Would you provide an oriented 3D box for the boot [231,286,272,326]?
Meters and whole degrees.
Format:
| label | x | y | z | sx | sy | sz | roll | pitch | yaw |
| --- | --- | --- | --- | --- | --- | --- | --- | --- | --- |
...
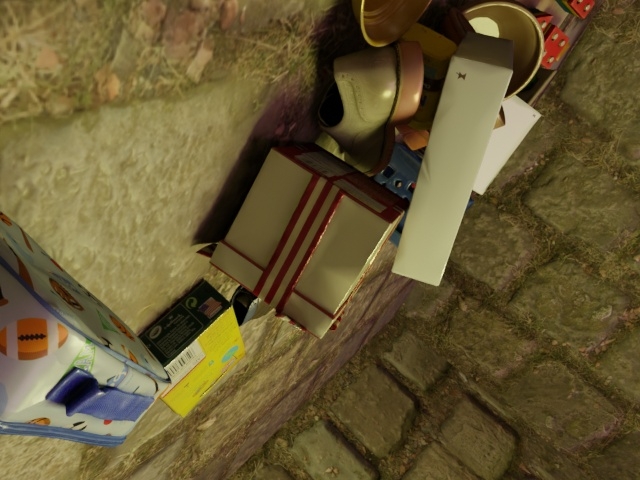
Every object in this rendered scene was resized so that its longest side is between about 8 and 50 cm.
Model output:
| label | x | y | z | sx | sy | sz | roll | pitch | yaw |
| --- | --- | --- | --- | --- | --- | --- | --- | --- | --- |
| boot | -0.126 | 0.109 | 1.123 | 0.106 | 0.082 | 0.219 | -35 | 158 | -49 |

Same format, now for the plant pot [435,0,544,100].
| label | x | y | z | sx | sy | sz | roll | pitch | yaw |
| --- | --- | --- | --- | --- | --- | --- | --- | --- | --- |
| plant pot | 0.347 | -0.417 | 1.115 | 0.237 | 0.238 | 0.109 | 110 | -13 | -45 |

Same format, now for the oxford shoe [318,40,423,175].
| label | x | y | z | sx | sy | sz | roll | pitch | yaw |
| --- | --- | --- | --- | --- | --- | --- | --- | --- | --- |
| oxford shoe | 0.065 | -0.223 | 0.919 | 0.397 | 0.147 | 0.140 | 105 | -17 | -73 |

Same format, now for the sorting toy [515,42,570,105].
| label | x | y | z | sx | sy | sz | roll | pitch | yaw |
| --- | --- | --- | --- | --- | --- | --- | --- | --- | --- |
| sorting toy | 0.592 | -0.489 | 1.562 | 0.041 | 0.229 | 0.307 | 37 | 92 | -35 |

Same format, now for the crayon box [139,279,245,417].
| label | x | y | z | sx | sy | sz | roll | pitch | yaw |
| --- | --- | --- | --- | --- | --- | --- | --- | --- | --- |
| crayon box | -0.259 | 0.233 | 1.039 | 0.202 | 0.081 | 0.318 | -43 | 160 | -23 |

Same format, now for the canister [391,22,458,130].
| label | x | y | z | sx | sy | sz | roll | pitch | yaw |
| --- | --- | --- | --- | --- | --- | --- | --- | --- | --- |
| canister | 0.183 | -0.312 | 0.982 | 0.073 | 0.126 | 0.169 | -43 | 159 | -26 |

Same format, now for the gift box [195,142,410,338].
| label | x | y | z | sx | sy | sz | roll | pitch | yaw |
| --- | --- | --- | --- | --- | --- | --- | --- | --- | --- |
| gift box | -0.029 | -0.003 | 0.873 | 0.258 | 0.255 | 0.276 | -60 | 166 | 20 |

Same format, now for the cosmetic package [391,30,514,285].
| label | x | y | z | sx | sy | sz | roll | pitch | yaw |
| --- | --- | --- | --- | --- | --- | --- | --- | --- | --- |
| cosmetic package | 0.236 | -0.152 | 0.915 | 0.284 | 0.098 | 0.377 | -53 | 157 | -55 |

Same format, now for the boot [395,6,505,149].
| label | x | y | z | sx | sy | sz | roll | pitch | yaw |
| --- | --- | --- | --- | --- | --- | --- | --- | --- | --- |
| boot | 0.243 | -0.323 | 1.087 | 0.283 | 0.220 | 0.109 | 52 | 39 | -38 |

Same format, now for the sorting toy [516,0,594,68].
| label | x | y | z | sx | sy | sz | roll | pitch | yaw |
| --- | --- | --- | --- | --- | --- | --- | --- | --- | --- |
| sorting toy | 0.567 | -0.579 | 1.303 | 0.256 | 0.089 | 0.257 | 9 | 121 | -44 |

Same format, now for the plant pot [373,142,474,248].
| label | x | y | z | sx | sy | sz | roll | pitch | yaw |
| --- | --- | --- | --- | --- | --- | --- | --- | --- | --- |
| plant pot | 0.246 | -0.102 | 1.390 | 0.212 | 0.236 | 0.236 | -50 | 164 | 17 |

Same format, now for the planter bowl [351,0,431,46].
| label | x | y | z | sx | sy | sz | roll | pitch | yaw |
| --- | --- | --- | --- | --- | --- | --- | --- | --- | --- |
| planter bowl | 0.090 | -0.378 | 0.675 | 0.217 | 0.090 | 0.217 | -45 | 162 | -19 |

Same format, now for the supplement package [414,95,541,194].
| label | x | y | z | sx | sy | sz | roll | pitch | yaw |
| --- | --- | --- | --- | --- | --- | --- | --- | --- | --- |
| supplement package | 0.417 | -0.296 | 1.402 | 0.204 | 0.145 | 0.261 | 23 | 110 | -30 |

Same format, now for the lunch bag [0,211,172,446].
| label | x | y | z | sx | sy | sz | roll | pitch | yaw |
| --- | --- | --- | --- | --- | --- | --- | --- | --- | --- |
| lunch bag | -0.263 | 0.080 | 0.460 | 0.115 | 0.243 | 0.303 | -47 | 163 | -16 |

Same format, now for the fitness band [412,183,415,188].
| label | x | y | z | sx | sy | sz | roll | pitch | yaw |
| --- | --- | --- | --- | --- | --- | --- | --- | --- | --- |
| fitness band | 0.309 | -0.139 | 1.764 | 0.291 | 0.054 | 0.209 | -40 | 157 | -35 |
